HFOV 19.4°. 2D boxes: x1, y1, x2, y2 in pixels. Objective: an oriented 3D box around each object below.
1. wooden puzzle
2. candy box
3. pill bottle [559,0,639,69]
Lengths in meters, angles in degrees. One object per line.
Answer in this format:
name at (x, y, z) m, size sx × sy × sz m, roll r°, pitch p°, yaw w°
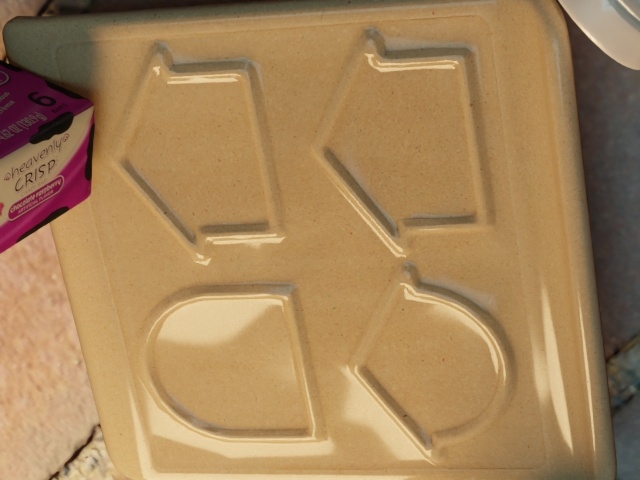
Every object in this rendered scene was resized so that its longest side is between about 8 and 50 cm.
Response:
wooden puzzle at (0.000, 0.000, 1.129) m, size 0.348 × 0.080 × 0.322 m, roll 0°, pitch 117°, yaw 21°
candy box at (-0.269, -0.065, 1.078) m, size 0.233 × 0.159 × 0.071 m, roll 24°, pitch 127°, yaw 24°
pill bottle at (0.217, -0.185, 0.936) m, size 0.121 × 0.121 × 0.216 m, roll 45°, pitch 120°, yaw -10°
